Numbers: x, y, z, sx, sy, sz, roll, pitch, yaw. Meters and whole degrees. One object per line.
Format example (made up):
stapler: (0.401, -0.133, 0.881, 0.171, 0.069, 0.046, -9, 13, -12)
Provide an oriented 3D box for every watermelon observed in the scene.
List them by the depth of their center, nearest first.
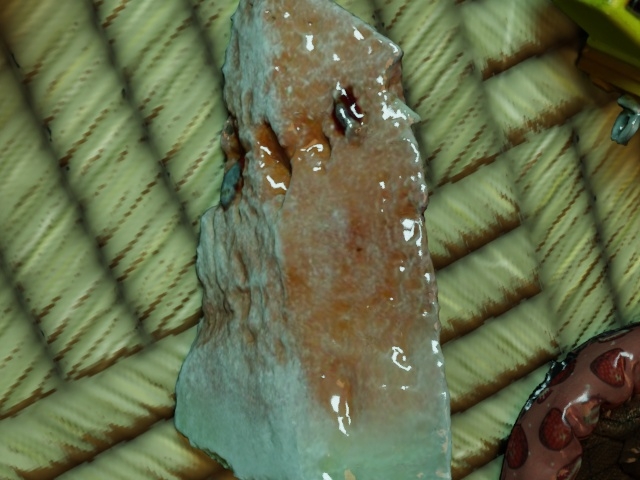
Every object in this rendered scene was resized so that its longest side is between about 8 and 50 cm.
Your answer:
watermelon: (0.000, 0.000, 0.564, 0.094, 0.154, 0.241, -2, 94, -23)

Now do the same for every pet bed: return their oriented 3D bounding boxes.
pet bed: (0.190, 0.138, 0.727, 0.201, 0.053, 0.201, -5, 103, -21)

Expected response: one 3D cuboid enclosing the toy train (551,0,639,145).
toy train: (0.191, -0.149, 0.603, 0.127, 0.089, 0.219, 28, 99, -36)
